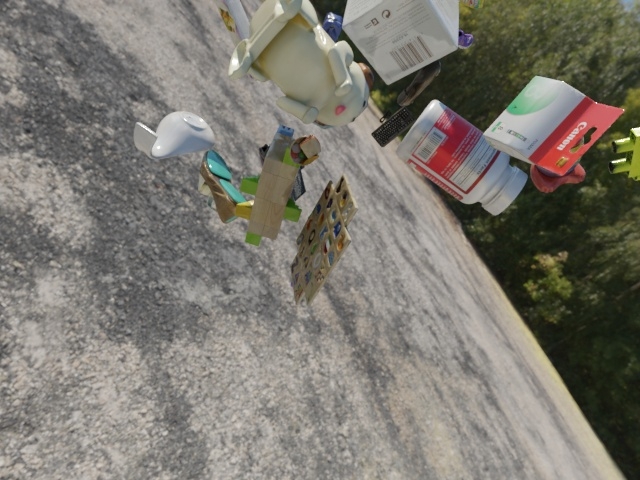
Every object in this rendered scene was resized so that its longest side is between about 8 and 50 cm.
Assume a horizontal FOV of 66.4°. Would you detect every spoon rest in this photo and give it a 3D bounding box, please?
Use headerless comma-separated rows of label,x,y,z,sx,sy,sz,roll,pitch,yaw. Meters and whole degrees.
spoon rest,-0.354,-0.251,1.178,0.137,0.084,0.276,36,24,3

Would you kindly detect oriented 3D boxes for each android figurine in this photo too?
android figurine,1.045,-0.289,1.511,0.056,0.273,0.248,-91,162,-44

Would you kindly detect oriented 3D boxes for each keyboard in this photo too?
keyboard,0.284,-0.468,1.977,0.108,0.180,0.023,52,30,-3

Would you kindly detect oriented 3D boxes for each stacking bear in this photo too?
stacking bear,0.816,-0.328,1.654,0.289,0.175,0.164,72,-1,-55

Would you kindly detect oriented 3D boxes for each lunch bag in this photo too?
lunch bag,0.040,-0.760,1.759,0.067,0.098,0.065,15,61,-11

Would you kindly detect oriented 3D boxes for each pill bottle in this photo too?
pill bottle,0.482,-0.273,1.669,0.408,0.229,0.229,36,18,2

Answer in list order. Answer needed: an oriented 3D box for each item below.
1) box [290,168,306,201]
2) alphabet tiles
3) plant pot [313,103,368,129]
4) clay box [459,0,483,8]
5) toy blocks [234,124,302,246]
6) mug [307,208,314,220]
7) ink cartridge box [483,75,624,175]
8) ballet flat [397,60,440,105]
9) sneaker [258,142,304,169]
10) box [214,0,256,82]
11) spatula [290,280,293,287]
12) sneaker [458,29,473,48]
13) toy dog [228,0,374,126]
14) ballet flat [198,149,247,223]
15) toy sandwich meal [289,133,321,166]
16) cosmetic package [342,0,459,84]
box,-0.159,-0.208,1.922,0.207,0.153,0.108,-56,134,-68
alphabet tiles,0.000,0.000,1.321,0.011,0.342,0.285,18,31,-22
plant pot,0.071,-0.659,2.169,0.247,0.252,0.247,43,-38,51
clay box,0.618,-1.049,2.028,0.222,0.053,0.127,-122,-155,-47
toy blocks,-0.128,-0.198,1.531,0.191,0.381,0.261,17,42,-5
mug,0.018,-0.097,1.903,0.097,0.157,0.129,40,6,-5
ink cartridge box,0.489,-0.253,1.055,0.056,0.181,0.224,38,7,-32
ballet flat,0.423,-0.657,2.069,0.058,0.250,0.084,18,49,-28
sneaker,-0.183,-0.352,2.099,0.283,0.107,0.124,17,-47,49
box,-0.285,-0.745,1.780,0.067,0.063,0.324,-37,111,-35
spatula,-0.019,0.061,1.896,0.030,0.296,0.084,40,3,25
sneaker,0.623,-0.898,2.172,0.170,0.071,0.068,-16,71,-32
toy dog,-0.032,-0.490,1.435,0.408,0.284,0.395,35,19,-31
ballet flat,-0.354,-0.178,1.681,0.116,0.124,0.342,21,27,-48
toy sandwich meal,-0.037,-0.227,1.246,0.085,0.085,0.029,43,7,-31
cosmetic package,0.325,-0.912,1.932,0.327,0.329,0.393,38,47,-35
